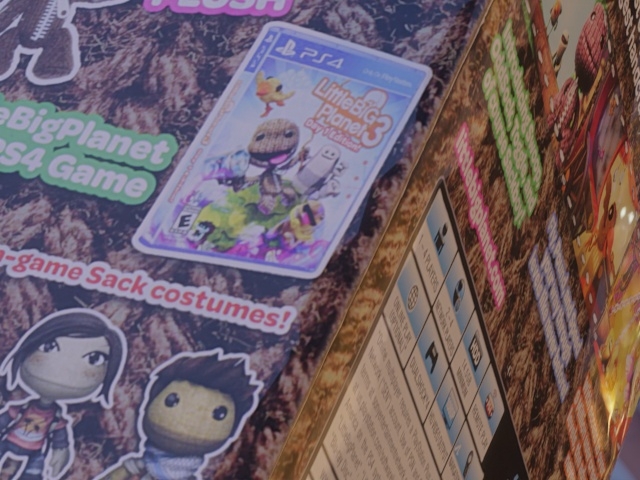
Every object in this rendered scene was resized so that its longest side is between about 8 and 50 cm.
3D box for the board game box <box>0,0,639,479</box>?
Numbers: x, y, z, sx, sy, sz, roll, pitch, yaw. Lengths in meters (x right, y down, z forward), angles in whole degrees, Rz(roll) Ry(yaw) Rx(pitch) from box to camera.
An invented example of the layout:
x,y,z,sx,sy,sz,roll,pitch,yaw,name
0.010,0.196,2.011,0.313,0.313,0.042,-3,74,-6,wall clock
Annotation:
x,y,z,sx,sy,sz,roll,pitch,yaw,name
0.000,0.000,0.531,0.291,0.141,0.232,-64,-26,-28,board game box
